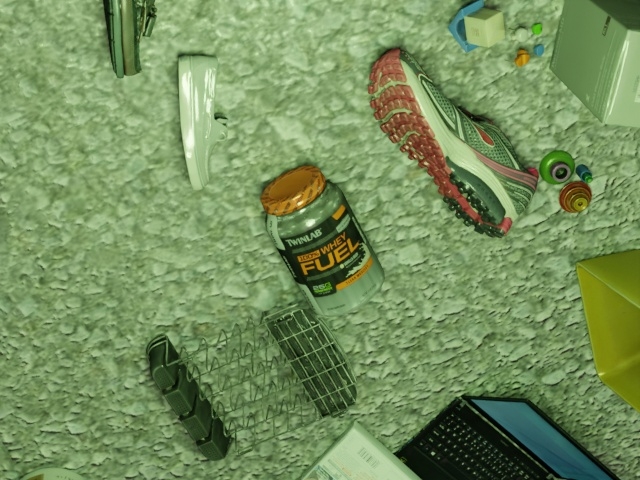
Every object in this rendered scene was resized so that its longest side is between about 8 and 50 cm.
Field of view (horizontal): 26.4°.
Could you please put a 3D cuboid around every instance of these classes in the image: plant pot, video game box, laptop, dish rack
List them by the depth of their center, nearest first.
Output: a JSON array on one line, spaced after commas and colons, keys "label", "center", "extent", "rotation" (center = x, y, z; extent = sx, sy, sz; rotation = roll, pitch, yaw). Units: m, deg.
[{"label": "dish rack", "center": [-0.092, 0.196, 1.946], "extent": [0.272, 0.074, 0.208], "rotation": [-23, 118, 12]}, {"label": "plant pot", "center": [0.515, 0.121, 1.960], "extent": [0.187, 0.212, 0.212], "rotation": [-23, 117, -12]}, {"label": "laptop", "center": [0.272, 0.355, 2.060], "extent": [0.264, 0.136, 0.234], "rotation": [-44, 113, 12]}, {"label": "video game box", "center": [0.064, 0.407, 2.070], "extent": [0.205, 0.048, 0.187], "rotation": [43, 101, -3]}]

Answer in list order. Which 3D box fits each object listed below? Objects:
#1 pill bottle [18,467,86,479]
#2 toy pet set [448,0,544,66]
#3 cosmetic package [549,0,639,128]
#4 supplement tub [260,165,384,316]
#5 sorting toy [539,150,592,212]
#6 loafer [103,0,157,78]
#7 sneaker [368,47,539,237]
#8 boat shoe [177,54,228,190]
[{"label": "pill bottle", "center": [-0.388, 0.438, 1.947], "extent": [0.131, 0.229, 0.131], "rotation": [-3, 115, -7]}, {"label": "toy pet set", "center": [0.231, -0.288, 1.808], "extent": [0.114, 0.065, 0.122], "rotation": [-31, 125, -33]}, {"label": "cosmetic package", "center": [0.382, -0.237, 1.745], "extent": [0.107, 0.238, 0.127], "rotation": [5, 111, -14]}, {"label": "supplement tub", "center": [0.000, 0.000, 1.863], "extent": [0.117, 0.117, 0.190], "rotation": [-27, 116, 5]}, {"label": "sorting toy", "center": [0.354, -0.080, 1.920], "extent": [0.061, 0.042, 0.102], "rotation": [-34, 115, 8]}, {"label": "loafer", "center": [-0.228, -0.332, 1.690], "extent": [0.084, 0.096, 0.267], "rotation": [-7, 114, -12]}, {"label": "sneaker", "center": [0.176, -0.142, 1.838], "extent": [0.112, 0.121, 0.299], "rotation": [-49, 115, -18]}, {"label": "boat shoe", "center": [-0.153, -0.155, 1.803], "extent": [0.063, 0.066, 0.184], "rotation": [-5, 106, -5]}]
